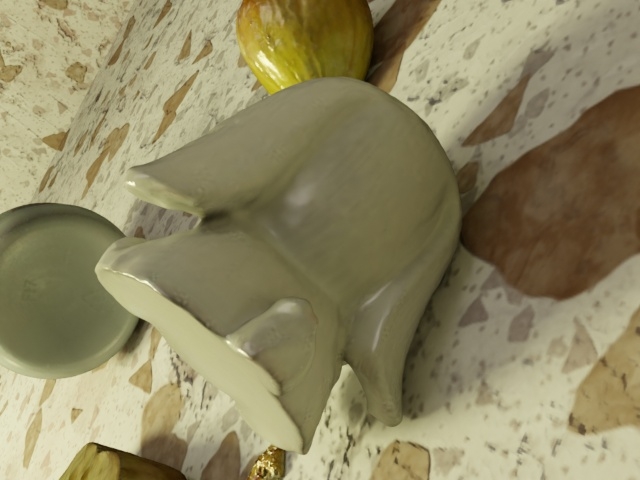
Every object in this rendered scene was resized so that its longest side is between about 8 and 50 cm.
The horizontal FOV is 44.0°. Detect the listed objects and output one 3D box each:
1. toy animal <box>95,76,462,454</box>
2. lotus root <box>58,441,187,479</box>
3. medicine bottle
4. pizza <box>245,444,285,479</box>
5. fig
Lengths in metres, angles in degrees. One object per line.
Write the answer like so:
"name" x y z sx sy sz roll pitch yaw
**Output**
"toy animal" 0.000 0.000 0.616 0.265 0.271 0.206 -46 9 -22
"lotus root" -0.256 0.374 0.810 0.390 0.111 0.375 -48 29 30
"medicine bottle" -0.416 0.065 1.194 0.306 0.245 0.245 6 70 62
"pizza" -0.051 0.211 0.706 0.083 0.016 0.037 -59 34 1
"fig" -0.010 -0.182 0.894 0.159 0.159 0.257 -27 65 46
